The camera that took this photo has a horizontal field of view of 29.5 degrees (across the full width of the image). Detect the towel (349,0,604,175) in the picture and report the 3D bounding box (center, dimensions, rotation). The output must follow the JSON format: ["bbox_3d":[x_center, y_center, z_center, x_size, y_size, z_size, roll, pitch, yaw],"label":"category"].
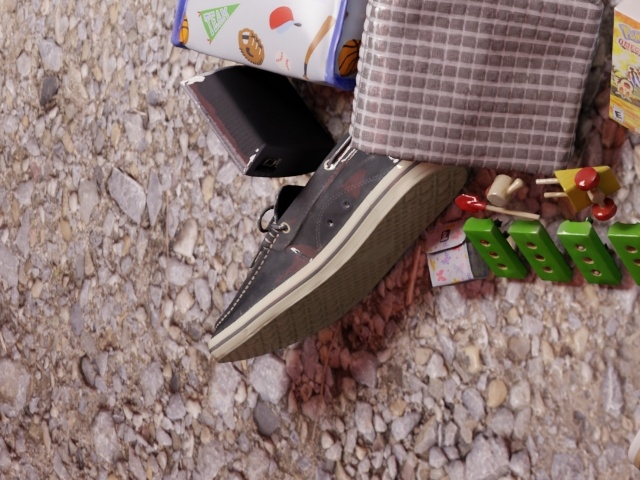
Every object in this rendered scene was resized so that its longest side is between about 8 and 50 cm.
[{"bbox_3d":[0.188,-0.204,1.447,0.283,0.121,0.235,6,106,-4],"label":"towel"}]

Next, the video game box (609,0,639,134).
[{"bbox_3d":[0.413,-0.159,1.336,0.205,0.048,0.187,37,157,30],"label":"video game box"}]

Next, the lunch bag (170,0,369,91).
[{"bbox_3d":[-0.004,-0.406,1.596,0.327,0.239,0.386,21,102,39],"label":"lunch bag"}]

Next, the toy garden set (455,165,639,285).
[{"bbox_3d":[0.285,-0.025,1.479,0.244,0.204,0.049,3,56,40],"label":"toy garden set"}]

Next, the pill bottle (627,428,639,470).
[{"bbox_3d":[0.462,0.269,1.404,0.186,0.112,0.112,39,121,28],"label":"pill bottle"}]

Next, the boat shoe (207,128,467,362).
[{"bbox_3d":[0.000,0.000,1.712,0.500,0.186,0.156,-47,63,31],"label":"boat shoe"}]

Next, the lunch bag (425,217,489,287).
[{"bbox_3d":[0.181,0.017,1.637,0.071,0.053,0.083,-14,80,40],"label":"lunch bag"}]

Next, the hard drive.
[{"bbox_3d":[-0.076,-0.168,1.682,0.054,0.254,0.172,-39,79,22],"label":"hard drive"}]
